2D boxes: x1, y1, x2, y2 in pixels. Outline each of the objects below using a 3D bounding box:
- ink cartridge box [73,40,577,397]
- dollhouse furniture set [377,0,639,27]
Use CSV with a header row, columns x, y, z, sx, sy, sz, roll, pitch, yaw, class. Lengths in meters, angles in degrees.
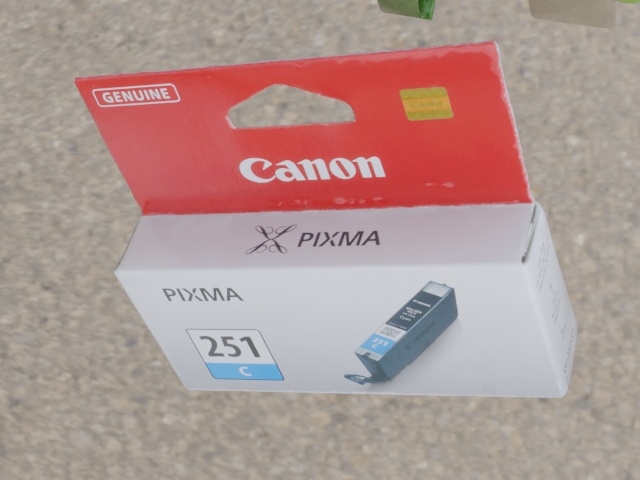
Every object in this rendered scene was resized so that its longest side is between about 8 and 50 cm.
x,y,z,sx,sy,sz,roll,pitch,yaw,class
0.000,0.000,0.934,0.261,0.296,0.066,66,31,-41,ink cartridge box
0.154,-0.314,0.992,0.197,0.151,0.302,9,84,12,dollhouse furniture set
